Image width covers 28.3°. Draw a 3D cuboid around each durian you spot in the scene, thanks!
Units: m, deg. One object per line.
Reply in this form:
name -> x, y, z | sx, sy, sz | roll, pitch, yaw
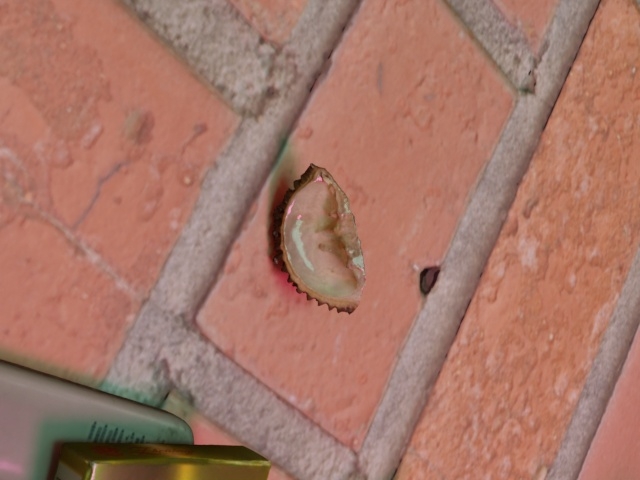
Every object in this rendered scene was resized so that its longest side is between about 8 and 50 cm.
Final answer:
durian -> -0.005, 0.003, 1.040 | 0.052, 0.066, 0.130 | -23, 101, -41

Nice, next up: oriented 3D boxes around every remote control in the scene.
remote control -> -0.207, 0.132, 0.873 | 0.309, 0.038, 0.090 | 25, 80, -44

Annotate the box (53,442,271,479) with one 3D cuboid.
box -> -0.146, 0.300, 0.922 | 0.173, 0.043, 0.311 | 10, 97, -45
